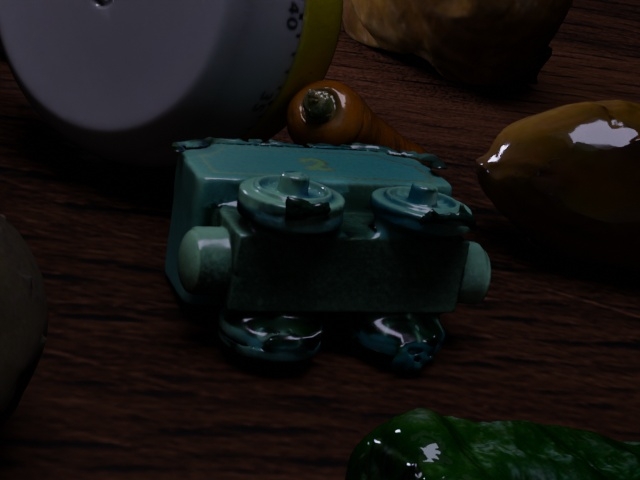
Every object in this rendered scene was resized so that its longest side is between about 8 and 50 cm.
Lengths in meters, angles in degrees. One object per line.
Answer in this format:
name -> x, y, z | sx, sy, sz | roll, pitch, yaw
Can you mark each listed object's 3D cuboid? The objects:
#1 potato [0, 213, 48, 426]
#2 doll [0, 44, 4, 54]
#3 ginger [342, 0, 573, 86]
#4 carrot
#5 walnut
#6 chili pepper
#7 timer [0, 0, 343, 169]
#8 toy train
potato -> -0.230, 0.053, 0.530 | 0.165, 0.165, 0.262 | 18, 20, 12
doll -> -0.304, -0.208, 1.125 | 0.143, 0.057, 0.099 | 22, 48, 23
ginger -> 0.145, -0.287, 1.304 | 0.200, 0.223, 0.269 | -16, 40, -39
carrot -> 0.038, -0.075, 0.957 | 0.061, 0.061, 0.257 | 24, 2, 24
walnut -> 0.242, -0.044, 0.946 | 0.245, 0.137, 0.137 | 2, 27, -2
chili pepper -> 0.111, 0.135, 0.562 | 0.270, 0.099, 0.136 | 5, 35, -24
timer -> -0.093, -0.189, 0.966 | 0.285, 0.285, 0.285 | 10, 26, -5
toy train -> 0.000, 0.000, 0.782 | 0.203, 0.112, 0.163 | 4, 19, -23
